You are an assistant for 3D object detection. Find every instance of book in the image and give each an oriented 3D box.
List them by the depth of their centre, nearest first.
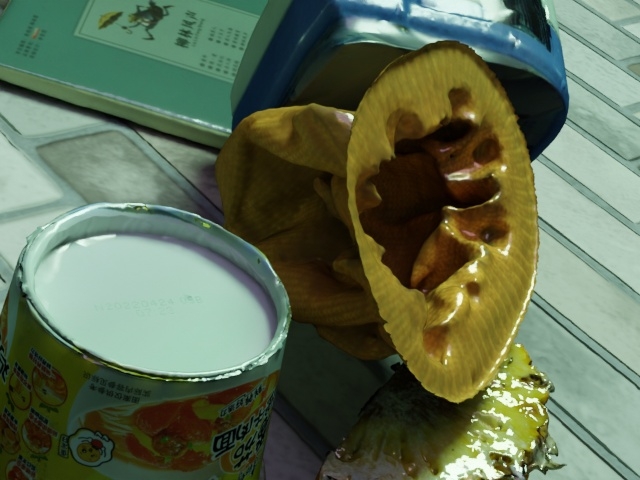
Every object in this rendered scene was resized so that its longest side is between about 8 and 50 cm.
[{"bbox_3d":[-0.110,-0.185,1.200,0.379,0.031,0.264,17,42,-5],"label":"book"}]

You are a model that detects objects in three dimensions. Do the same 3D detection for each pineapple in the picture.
[{"bbox_3d":[0.099,0.140,0.846,0.135,0.080,0.233,22,39,19],"label":"pineapple"}]

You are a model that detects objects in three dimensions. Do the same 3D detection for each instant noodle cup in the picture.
[{"bbox_3d":[-0.110,0.079,0.754,0.204,0.153,0.205,15,33,-10],"label":"instant noodle cup"}]

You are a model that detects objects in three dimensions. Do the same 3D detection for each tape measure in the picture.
[{"bbox_3d":[0.066,-0.134,1.012,0.262,0.259,0.138,0,65,-23],"label":"tape measure"}]

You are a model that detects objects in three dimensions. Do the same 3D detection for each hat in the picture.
[{"bbox_3d":[0.000,0.000,0.878,0.233,0.233,0.244,8,75,-52],"label":"hat"}]
